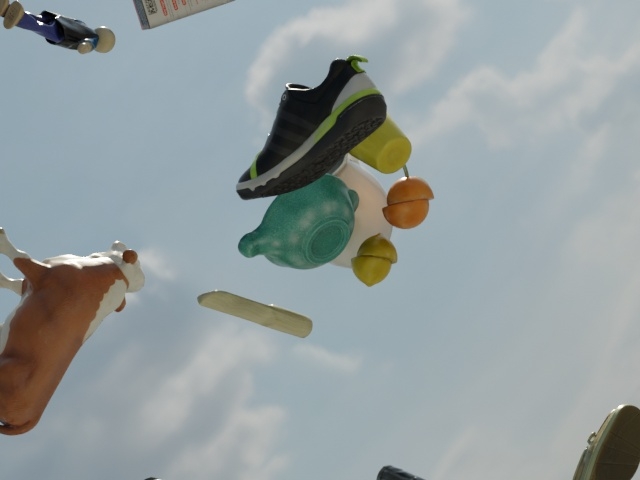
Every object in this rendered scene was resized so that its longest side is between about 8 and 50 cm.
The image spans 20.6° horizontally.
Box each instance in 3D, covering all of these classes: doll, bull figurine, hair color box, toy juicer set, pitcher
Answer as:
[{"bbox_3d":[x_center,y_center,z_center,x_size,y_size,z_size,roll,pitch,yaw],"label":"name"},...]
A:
[{"bbox_3d":[-0.356,-0.288,2.404,0.189,0.129,0.046,13,-74,-48],"label":"doll"},{"bbox_3d":[-0.360,0.098,2.239,0.310,0.188,0.101,-60,-12,-28],"label":"bull figurine"},{"bbox_3d":[-0.202,-0.361,2.557,0.141,0.072,0.043,-21,13,-23],"label":"hair color box"},{"bbox_3d":[0.000,0.000,2.192,0.329,0.089,0.209,-43,-41,-4],"label":"toy juicer set"},{"bbox_3d":[0.029,-0.075,2.318,0.177,0.125,0.207,-68,-30,-29],"label":"pitcher"}]

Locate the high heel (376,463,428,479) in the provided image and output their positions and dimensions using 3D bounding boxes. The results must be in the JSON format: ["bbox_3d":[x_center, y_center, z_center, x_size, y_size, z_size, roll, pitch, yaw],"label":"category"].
[{"bbox_3d":[0.145,0.428,2.230,0.093,0.186,0.261,-20,-61,-46],"label":"high heel"}]

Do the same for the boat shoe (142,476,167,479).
[{"bbox_3d":[-0.186,0.422,2.539,0.254,0.079,0.095,37,-110,-33],"label":"boat shoe"}]

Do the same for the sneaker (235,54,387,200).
[{"bbox_3d":[-0.016,-0.131,1.998,0.235,0.097,0.084,-35,-16,34],"label":"sneaker"}]

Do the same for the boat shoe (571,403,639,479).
[{"bbox_3d":[0.258,0.223,1.649,0.056,0.048,0.153,20,-91,-34],"label":"boat shoe"}]
